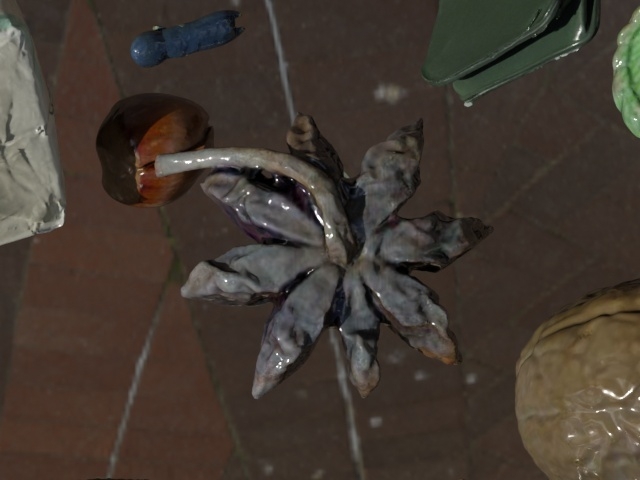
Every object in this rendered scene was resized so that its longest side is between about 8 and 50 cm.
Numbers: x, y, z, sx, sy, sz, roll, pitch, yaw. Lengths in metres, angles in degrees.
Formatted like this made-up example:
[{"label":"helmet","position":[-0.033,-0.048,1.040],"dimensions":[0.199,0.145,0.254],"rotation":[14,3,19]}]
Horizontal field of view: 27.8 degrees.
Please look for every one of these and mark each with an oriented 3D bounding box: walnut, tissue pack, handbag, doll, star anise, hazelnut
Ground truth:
[{"label":"walnut","position":[0.232,0.104,0.821],"dimensions":[0.230,0.178,0.178],"rotation":[-11,145,39]},{"label":"tissue pack","position":[-0.429,-0.184,1.511],"dimensions":[0.194,0.356,0.266],"rotation":[-16,127,-15]},{"label":"handbag","position":[0.233,-0.312,1.539],"dimensions":[0.079,0.260,0.247],"rotation":[23,155,-27]},{"label":"doll","position":[-0.133,-0.205,1.304],"dimensions":[0.125,0.027,0.037],"rotation":[-20,116,-22]},{"label":"star anise","position":[0.000,0.001,0.898],"dimensions":[0.262,0.230,0.081],"rotation":[33,175,1]},{"label":"hazelnut","position":[-0.199,-0.111,1.577],"dimensions":[0.143,0.143,0.154],"rotation":[5,134,-13]}]

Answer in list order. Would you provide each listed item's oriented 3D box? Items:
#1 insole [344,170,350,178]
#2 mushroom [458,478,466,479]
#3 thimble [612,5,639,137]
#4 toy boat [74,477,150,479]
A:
[{"label":"insole","position":[0.018,-0.058,1.563],"dimensions":[0.053,0.153,0.002],"rotation":[-22,131,-9]},{"label":"mushroom","position":[0.154,0.280,1.178],"dimensions":[0.060,0.187,0.061],"rotation":[-40,119,-6]},{"label":"thimble","position":[0.432,-0.189,1.392],"dimensions":[0.150,0.219,0.219],"rotation":[10,139,-38]},{"label":"toy boat","position":[-0.190,0.232,1.065],"dimensions":[0.172,0.066,0.065],"rotation":[0,162,-22]}]
